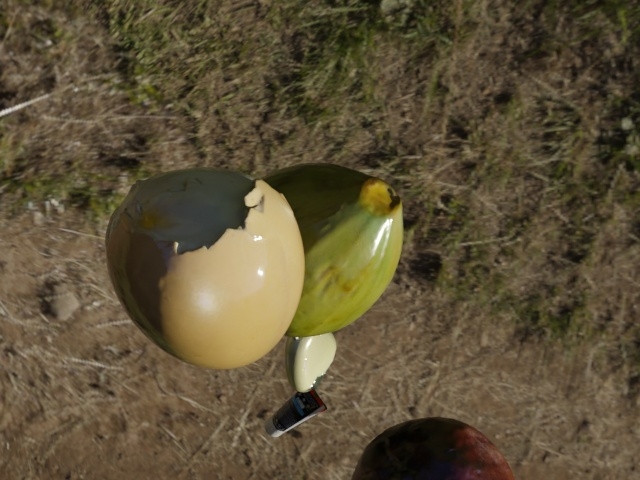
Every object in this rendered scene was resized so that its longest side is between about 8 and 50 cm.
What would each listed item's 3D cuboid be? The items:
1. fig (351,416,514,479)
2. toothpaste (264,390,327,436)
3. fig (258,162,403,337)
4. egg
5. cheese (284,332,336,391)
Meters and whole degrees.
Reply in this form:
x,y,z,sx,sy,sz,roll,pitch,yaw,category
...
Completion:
x,y,z,sx,sy,sz,roll,pitch,yaw,category
0.154,0.349,1.122,0.263,0.224,0.223,0,92,-42,fig
-0.051,0.356,1.749,0.045,0.193,0.071,-22,72,-44,toothpaste
0.000,0.000,1.129,0.239,0.271,0.239,31,41,-33,fig
-0.115,0.032,0.892,0.201,0.201,0.244,-31,129,-20,egg
-0.032,0.175,1.532,0.127,0.054,0.251,-57,152,-28,cheese
